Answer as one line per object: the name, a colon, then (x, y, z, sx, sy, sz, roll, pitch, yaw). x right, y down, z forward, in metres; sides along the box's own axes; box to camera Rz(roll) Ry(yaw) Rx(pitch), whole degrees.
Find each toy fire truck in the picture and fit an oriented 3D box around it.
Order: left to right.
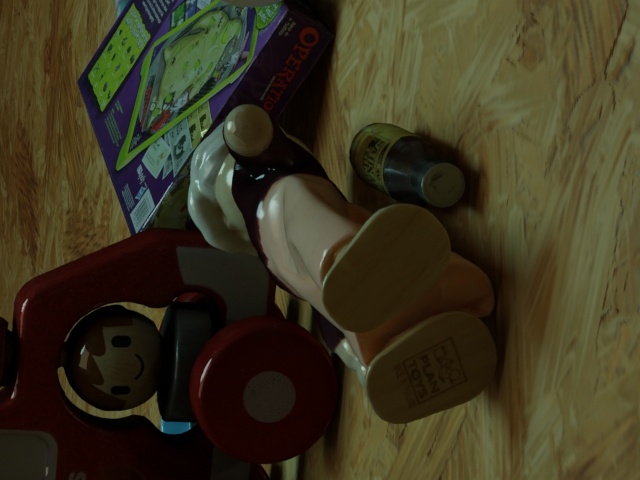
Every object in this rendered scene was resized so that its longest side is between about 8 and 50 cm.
toy fire truck: (-0.135, 0.142, 1.363, 0.169, 0.254, 0.302, -144, 58, -71)

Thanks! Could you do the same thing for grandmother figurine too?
grandmother figurine: (0.000, 0.000, 1.161, 0.342, 0.104, 0.208, -135, 27, -64)

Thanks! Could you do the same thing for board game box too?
board game box: (-0.102, -0.141, 1.533, 0.208, 0.056, 0.347, -59, 24, 15)

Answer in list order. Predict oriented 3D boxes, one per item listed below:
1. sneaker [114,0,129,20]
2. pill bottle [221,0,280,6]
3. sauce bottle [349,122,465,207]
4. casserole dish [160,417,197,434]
sneaker: (-0.157, -0.186, 1.866, 0.098, 0.083, 0.223, 74, -168, -62)
pill bottle: (-0.066, -0.269, 1.418, 0.229, 0.131, 0.131, -109, 27, -52)
sauce bottle: (0.051, -0.043, 1.131, 0.128, 0.042, 0.042, -150, 64, -73)
casserole dish: (-0.107, 0.195, 1.652, 0.114, 0.037, 0.188, 117, 152, -56)
